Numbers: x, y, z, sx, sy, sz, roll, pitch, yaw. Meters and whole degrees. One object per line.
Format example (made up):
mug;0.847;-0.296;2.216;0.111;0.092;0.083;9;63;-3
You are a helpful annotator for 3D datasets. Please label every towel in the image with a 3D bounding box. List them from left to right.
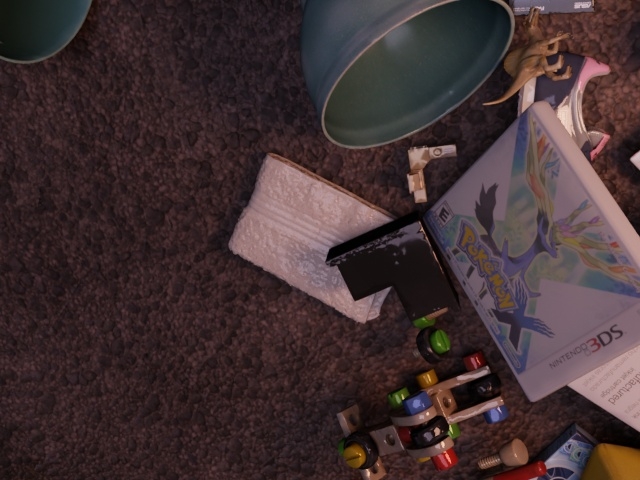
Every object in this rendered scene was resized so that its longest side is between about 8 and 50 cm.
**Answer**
towel;0.000;0.000;1.315;0.282;0.049;0.187;27;108;5

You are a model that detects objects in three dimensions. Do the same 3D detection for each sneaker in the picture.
sneaker;0.349;-0.111;1.170;0.131;0.112;0.319;3;106;15

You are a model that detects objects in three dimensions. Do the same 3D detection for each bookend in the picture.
bookend;0.113;0.059;1.244;0.156;0.072;0.157;-25;101;12

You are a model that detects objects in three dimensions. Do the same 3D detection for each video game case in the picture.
video game case;0.300;0.027;1.117;0.329;0.036;0.300;62;145;17

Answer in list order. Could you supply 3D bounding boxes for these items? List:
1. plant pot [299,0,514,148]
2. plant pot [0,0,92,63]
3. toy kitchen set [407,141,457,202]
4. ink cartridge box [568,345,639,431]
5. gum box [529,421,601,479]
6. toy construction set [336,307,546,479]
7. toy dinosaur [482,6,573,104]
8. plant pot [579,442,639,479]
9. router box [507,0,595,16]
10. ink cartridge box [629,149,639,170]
plant pot;0.089;-0.294;1.115;0.293;0.293;0.196;-36;68;19
plant pot;-0.523;-0.432;1.209;0.235;0.293;0.293;16;108;24
toy kitchen set;0.174;-0.102;1.236;0.075;0.068;0.083;-6;103;15
ink cartridge box;0.596;0.179;1.129;0.395;0.166;0.285;33;126;3
gum box;0.416;0.416;1.331;0.157;0.041;0.184;39;110;0
toy construction set;0.173;0.315;1.294;0.237;0.257;0.309;-33;106;36
toy dinosaur;0.291;-0.238;1.104;0.092;0.183;0.053;8;151;35
plant pot;0.506;0.460;1.206;0.212;0.187;0.212;10;115;-8
router box;0.327;-0.368;1.146;0.122;0.038;0.092;0;105;13
ink cartridge box;0.618;-0.120;1.133;0.275;0.060;0.239;-43;91;20
